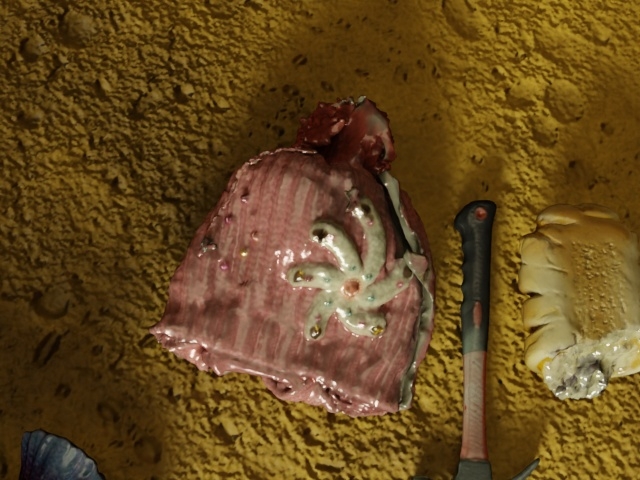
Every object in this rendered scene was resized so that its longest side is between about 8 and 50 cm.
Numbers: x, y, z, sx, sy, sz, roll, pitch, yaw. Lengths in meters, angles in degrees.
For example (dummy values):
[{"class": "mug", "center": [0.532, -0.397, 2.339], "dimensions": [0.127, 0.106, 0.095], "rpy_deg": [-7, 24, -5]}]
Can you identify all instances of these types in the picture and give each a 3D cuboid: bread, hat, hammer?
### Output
[{"class": "bread", "center": [0.235, 0.053, 1.169], "dimensions": [0.119, 0.084, 0.177], "rpy_deg": [2, 68, -8]}, {"class": "hat", "center": [0.000, 0.000, 1.159], "dimensions": [0.237, 0.107, 0.286], "rpy_deg": [19, 73, -8]}, {"class": "hammer", "center": [0.137, 0.098, 1.172], "dimensions": [0.111, 0.033, 0.287], "rpy_deg": [3, 68, -3]}]

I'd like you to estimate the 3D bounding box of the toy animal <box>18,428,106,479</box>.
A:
[{"class": "toy animal", "center": [-0.247, 0.244, 1.038], "dimensions": [0.218, 0.116, 0.179], "rpy_deg": [32, 69, 1]}]
